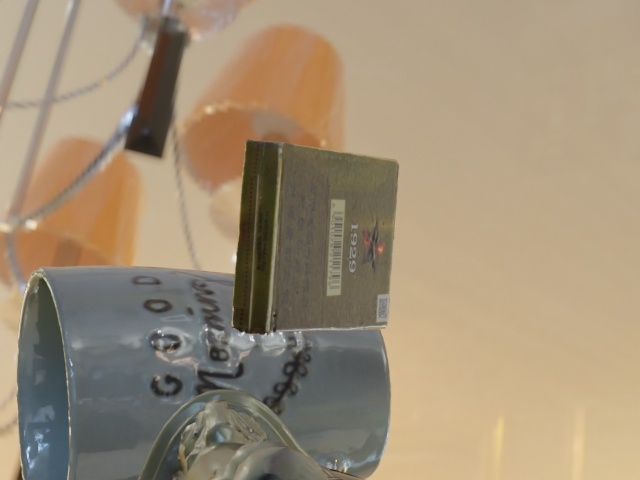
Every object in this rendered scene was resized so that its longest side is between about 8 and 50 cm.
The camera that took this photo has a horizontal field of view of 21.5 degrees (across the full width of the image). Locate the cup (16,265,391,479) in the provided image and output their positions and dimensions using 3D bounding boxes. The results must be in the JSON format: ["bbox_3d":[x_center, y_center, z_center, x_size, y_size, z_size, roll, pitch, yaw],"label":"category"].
[{"bbox_3d":[-0.072,0.136,1.140,0.234,0.258,0.186,0,-44,-19],"label":"cup"}]

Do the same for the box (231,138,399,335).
[{"bbox_3d":[0.000,0.000,0.826,0.023,0.090,0.133,6,2,27],"label":"box"}]

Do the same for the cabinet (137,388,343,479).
[{"bbox_3d":[0.024,0.212,0.473,0.290,0.227,0.318,38,-7,-3],"label":"cabinet"}]

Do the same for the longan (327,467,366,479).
[{"bbox_3d":[-0.007,0.216,0.771,0.215,0.246,0.246,-40,-47,-3],"label":"longan"}]
